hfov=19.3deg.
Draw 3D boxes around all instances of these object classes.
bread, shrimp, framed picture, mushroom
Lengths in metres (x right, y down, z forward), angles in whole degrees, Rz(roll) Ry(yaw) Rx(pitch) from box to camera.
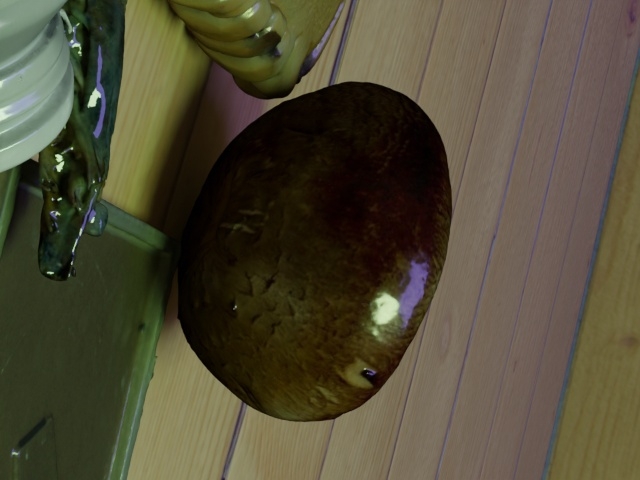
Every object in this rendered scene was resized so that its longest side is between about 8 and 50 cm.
[{"bbox_3d":[-0.040,-0.171,1.086,0.134,0.081,0.225,-60,160,-10],"label":"bread"},{"bbox_3d":[-0.138,-0.088,0.869,0.150,0.051,0.217,-2,90,-68],"label":"shrimp"},{"bbox_3d":[-0.157,0.138,0.997,0.247,0.022,0.335,34,68,-72],"label":"framed picture"},{"bbox_3d":[-0.014,-0.003,1.130,0.231,0.138,0.194,-129,-130,-65],"label":"mushroom"}]

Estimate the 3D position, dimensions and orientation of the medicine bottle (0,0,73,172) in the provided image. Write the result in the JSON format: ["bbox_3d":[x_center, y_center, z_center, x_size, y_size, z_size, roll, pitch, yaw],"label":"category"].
[{"bbox_3d":[-0.148,-0.129,0.667,0.135,0.135,0.215,-63,157,-45],"label":"medicine bottle"}]
